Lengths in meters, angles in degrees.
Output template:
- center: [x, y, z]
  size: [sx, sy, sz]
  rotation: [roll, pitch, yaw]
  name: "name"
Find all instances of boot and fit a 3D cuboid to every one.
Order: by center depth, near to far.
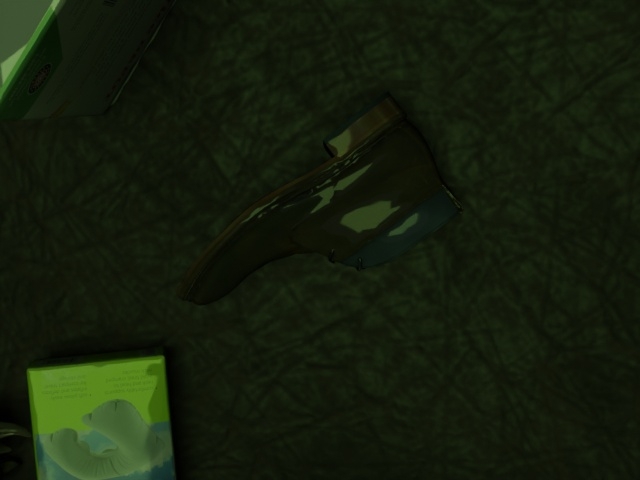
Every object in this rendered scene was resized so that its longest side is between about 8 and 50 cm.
- center: [0.000, 0.000, 0.839]
  size: [0.219, 0.082, 0.106]
  rotation: [-41, 89, 8]
  name: "boot"

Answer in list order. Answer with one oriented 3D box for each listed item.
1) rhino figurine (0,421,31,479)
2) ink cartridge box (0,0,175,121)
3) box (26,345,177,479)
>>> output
- center: [-0.333, 0.205, 0.907]
  size: [0.243, 0.073, 0.106]
  rotation: [-28, 111, 8]
  name: "rhino figurine"
- center: [-0.176, -0.168, 0.770]
  size: [0.093, 0.212, 0.154]
  rotation: [35, 101, 4]
  name: "ink cartridge box"
- center: [-0.168, 0.178, 0.893]
  size: [0.109, 0.042, 0.178]
  rotation: [-5, 97, -6]
  name: "box"
